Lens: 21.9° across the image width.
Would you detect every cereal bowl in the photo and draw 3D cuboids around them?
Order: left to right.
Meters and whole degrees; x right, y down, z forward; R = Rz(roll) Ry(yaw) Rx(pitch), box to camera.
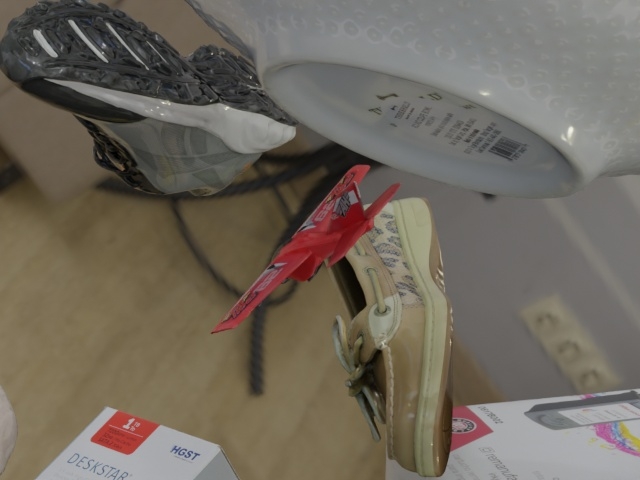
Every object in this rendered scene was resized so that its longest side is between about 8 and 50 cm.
[{"bbox_3d":[0.066,-0.114,0.761,0.339,0.339,0.141,29,75,-39],"label":"cereal bowl"}]

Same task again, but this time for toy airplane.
[{"bbox_3d":[0.000,0.000,0.960,0.028,0.151,0.151,42,34,-4],"label":"toy airplane"}]

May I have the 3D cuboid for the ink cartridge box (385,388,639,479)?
[{"bbox_3d":[0.222,0.210,1.280,0.226,0.306,0.131,-137,-137,-70],"label":"ink cartridge box"}]

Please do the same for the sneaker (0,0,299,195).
[{"bbox_3d":[-0.117,-0.080,1.087,0.100,0.108,0.271,50,17,26],"label":"sneaker"}]

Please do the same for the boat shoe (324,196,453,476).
[{"bbox_3d":[0.046,0.067,1.179,0.285,0.089,0.104,-93,-178,-60],"label":"boat shoe"}]

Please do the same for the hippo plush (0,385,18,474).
[{"bbox_3d":[-0.347,0.089,0.953,0.236,0.294,0.234,-29,95,-30],"label":"hippo plush"}]

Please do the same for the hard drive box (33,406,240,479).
[{"bbox_3d":[-0.208,0.282,1.563,0.232,0.181,0.089,-46,127,-30],"label":"hard drive box"}]
